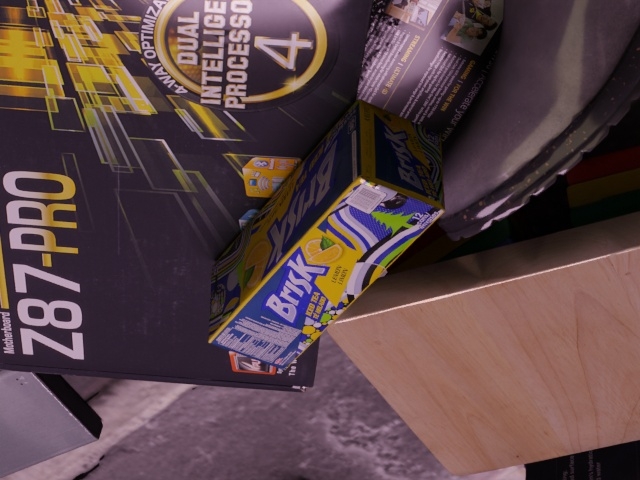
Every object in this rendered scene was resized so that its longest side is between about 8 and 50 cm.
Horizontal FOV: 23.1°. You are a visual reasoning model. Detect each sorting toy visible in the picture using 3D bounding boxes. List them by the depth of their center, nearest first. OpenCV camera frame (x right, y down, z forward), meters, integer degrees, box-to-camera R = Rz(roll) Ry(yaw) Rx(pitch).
[{"bbox_3d":[0.163,0.042,0.997,0.256,0.089,0.257,-15,147,16],"label":"sorting toy"}]

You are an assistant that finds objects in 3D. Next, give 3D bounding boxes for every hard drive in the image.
[{"bbox_3d":[-0.252,0.141,1.229,0.135,0.022,0.094,-23,122,26],"label":"hard drive"}]

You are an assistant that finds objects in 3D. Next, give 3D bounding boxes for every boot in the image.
[{"bbox_3d":[0.105,-0.182,0.831,0.223,0.118,0.338,36,108,-5],"label":"boot"}]

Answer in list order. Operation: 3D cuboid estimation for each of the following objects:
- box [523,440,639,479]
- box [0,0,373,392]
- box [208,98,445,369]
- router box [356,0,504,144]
[{"bbox_3d":[0.233,0.209,1.118,0.158,0.156,0.093,-23,123,25],"label":"box"},{"bbox_3d":[-0.141,-0.064,0.907,0.318,0.097,0.395,6,141,-3],"label":"box"},{"bbox_3d":[0.000,0.000,0.861,0.054,0.059,0.169,21,137,-24],"label":"box"},{"bbox_3d":[0.041,-0.115,0.956,0.133,0.046,0.179,24,129,-10],"label":"router box"}]
